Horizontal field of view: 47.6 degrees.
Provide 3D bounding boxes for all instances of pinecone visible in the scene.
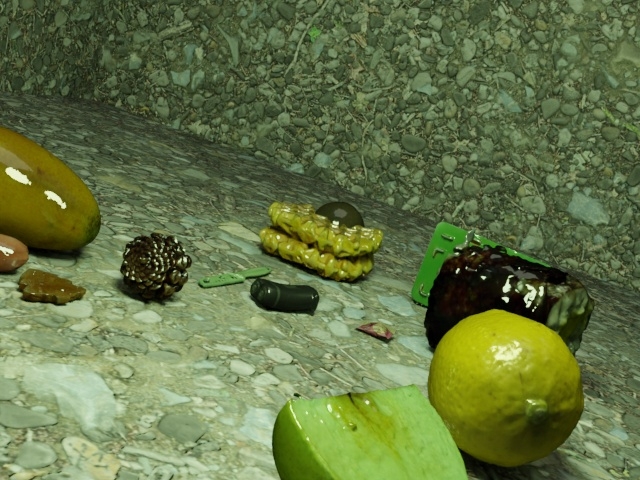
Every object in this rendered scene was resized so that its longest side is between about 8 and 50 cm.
[{"bbox_3d":[-0.319,0.053,1.429,0.140,0.140,0.121,20,-15,10],"label":"pinecone"}]

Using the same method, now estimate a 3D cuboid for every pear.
[{"bbox_3d":[0.076,0.309,0.888,0.288,0.139,0.239,8,30,-51],"label":"pear"}]

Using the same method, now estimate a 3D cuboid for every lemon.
[{"bbox_3d":[0.299,0.239,1.205,0.245,0.245,0.320,16,3,-6],"label":"lemon"}]

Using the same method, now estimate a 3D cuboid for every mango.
[{"bbox_3d":[-0.626,-0.101,1.480,0.378,0.221,0.264,26,7,-8],"label":"mango"}]

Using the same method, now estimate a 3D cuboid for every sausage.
[{"bbox_3d":[-0.627,0.013,1.303,0.194,0.077,0.077,12,14,-25],"label":"sausage"}]

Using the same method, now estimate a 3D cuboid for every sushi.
[{"bbox_3d":[0.404,0.162,1.595,0.294,0.281,0.299,27,1,35],"label":"sushi"}]

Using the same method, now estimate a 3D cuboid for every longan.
[{"bbox_3d":[0.054,-0.042,2.266,0.167,0.167,0.187,22,-8,18],"label":"longan"}]

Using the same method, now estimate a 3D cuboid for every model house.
[{"bbox_3d":[0.488,0.117,2.005,0.358,0.242,0.313,23,11,29],"label":"model house"}]

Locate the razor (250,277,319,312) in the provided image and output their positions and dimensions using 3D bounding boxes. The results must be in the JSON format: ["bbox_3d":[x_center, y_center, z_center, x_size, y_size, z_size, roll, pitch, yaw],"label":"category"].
[{"bbox_3d":[-0.078,0.122,1.612,0.148,0.054,0.090,10,15,-32],"label":"razor"}]

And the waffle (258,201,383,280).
[{"bbox_3d":[0.000,0.000,2.025,0.324,0.151,0.261,19,17,23],"label":"waffle"}]

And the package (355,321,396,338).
[{"bbox_3d":[0.124,0.198,1.623,0.083,0.029,0.059,12,17,24],"label":"package"}]

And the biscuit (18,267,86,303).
[{"bbox_3d":[-0.492,0.083,1.306,0.119,0.019,0.130,3,20,-47],"label":"biscuit"}]

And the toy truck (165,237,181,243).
[{"bbox_3d":[-0.368,0.019,1.678,0.090,0.056,0.073,11,1,43],"label":"toy truck"}]

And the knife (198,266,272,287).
[{"bbox_3d":[-0.191,0.085,1.701,0.043,0.020,0.293,26,16,26],"label":"knife"}]
